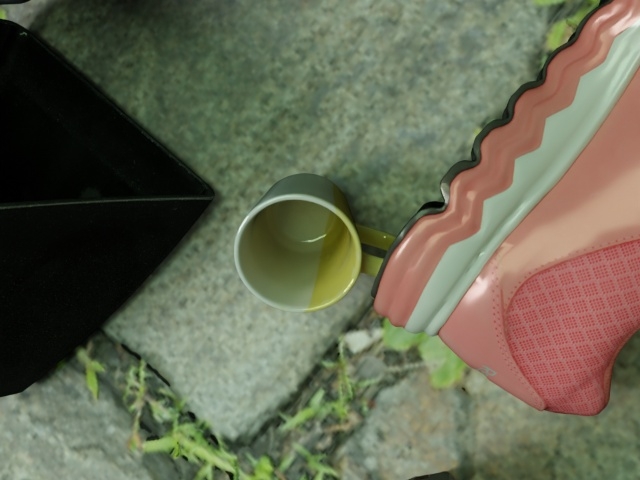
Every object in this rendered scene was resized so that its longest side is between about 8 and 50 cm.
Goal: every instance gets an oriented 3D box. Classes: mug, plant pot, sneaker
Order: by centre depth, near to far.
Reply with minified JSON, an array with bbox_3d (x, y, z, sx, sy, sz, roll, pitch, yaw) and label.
[{"bbox_3d":[0.166,-0.054,0.510,0.136,0.116,0.314,41,100,3],"label":"sneaker"},{"bbox_3d":[-0.004,0.001,0.583,0.062,0.064,0.078,-41,104,17],"label":"mug"},{"bbox_3d":[-0.207,-0.010,0.619,0.187,0.188,0.167,41,113,22],"label":"plant pot"}]

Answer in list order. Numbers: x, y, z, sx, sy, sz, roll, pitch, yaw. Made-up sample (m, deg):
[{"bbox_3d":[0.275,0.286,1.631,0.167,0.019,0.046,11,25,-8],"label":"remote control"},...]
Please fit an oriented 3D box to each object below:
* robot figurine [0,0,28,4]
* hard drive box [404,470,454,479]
[{"bbox_3d":[-0.143,-0.222,0.615,0.278,0.209,0.173,4,107,23],"label":"robot figurine"},{"bbox_3d":[-0.036,0.206,0.508,0.232,0.181,0.089,-38,70,14],"label":"hard drive box"}]
